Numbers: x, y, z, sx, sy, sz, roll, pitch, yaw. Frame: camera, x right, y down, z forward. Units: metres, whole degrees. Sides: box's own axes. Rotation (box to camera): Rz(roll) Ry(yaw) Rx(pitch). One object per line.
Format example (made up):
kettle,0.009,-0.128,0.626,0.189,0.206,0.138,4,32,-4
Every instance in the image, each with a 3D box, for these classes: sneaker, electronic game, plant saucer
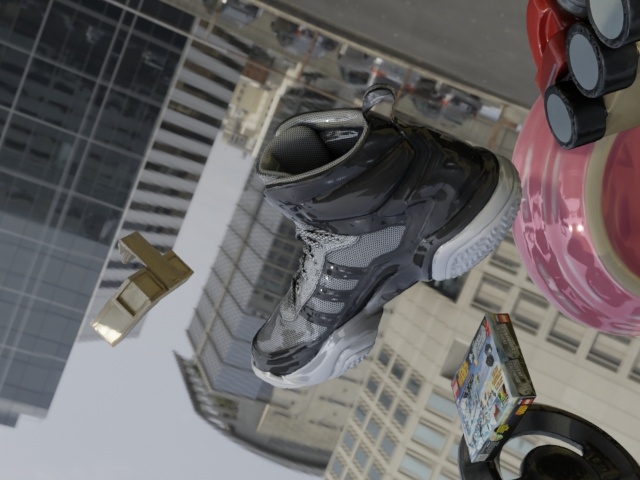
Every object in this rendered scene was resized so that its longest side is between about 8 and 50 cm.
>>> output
sneaker,0.000,0.000,0.535,0.153,0.268,0.101,34,-147,-23
electronic game,0.260,0.264,0.797,0.229,0.048,0.229,11,-146,-7
plant saucer,0.371,-0.055,0.815,0.332,0.332,0.084,20,178,-19

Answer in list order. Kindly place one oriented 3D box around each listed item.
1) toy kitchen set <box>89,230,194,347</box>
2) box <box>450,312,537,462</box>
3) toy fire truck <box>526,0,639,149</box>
toy kitchen set,-0.186,0.043,0.726,0.068,0.075,0.083,45,-154,2
box,0.170,0.150,0.740,0.027,0.137,0.094,-1,-130,-10
toy fire truck,0.201,-0.223,0.590,0.158,0.246,0.217,-18,158,-2
